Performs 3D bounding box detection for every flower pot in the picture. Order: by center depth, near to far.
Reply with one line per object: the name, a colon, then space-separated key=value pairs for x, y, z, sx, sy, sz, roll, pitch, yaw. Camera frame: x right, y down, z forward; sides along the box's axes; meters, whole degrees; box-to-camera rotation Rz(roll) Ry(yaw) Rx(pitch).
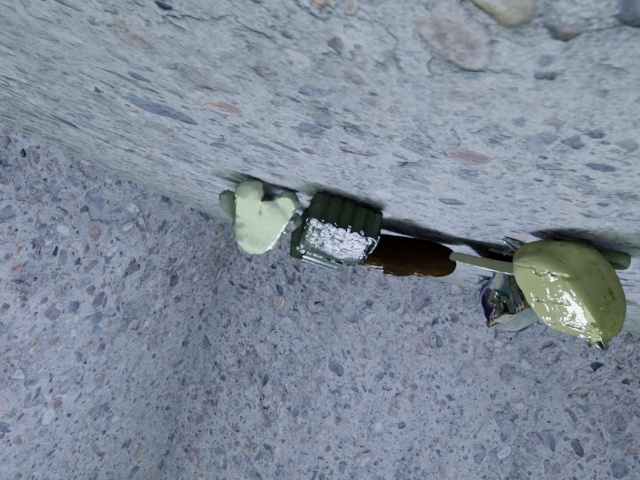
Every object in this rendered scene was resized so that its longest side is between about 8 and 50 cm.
flower pot: x=0.000 y=0.000 z=1.840 sx=0.190 sy=0.239 sz=0.209 roll=20 pitch=147 yaw=-26
flower pot: x=0.855 y=0.268 z=2.024 sx=0.265 sy=0.265 sz=0.243 roll=15 pitch=-174 yaw=13

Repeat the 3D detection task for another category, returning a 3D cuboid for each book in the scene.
book: x=0.656 y=0.059 z=1.552 sx=0.127 sy=0.014 sz=0.182 roll=14 pitch=175 yaw=23
book: x=0.641 y=0.092 z=1.560 sx=0.260 sy=0.043 sz=0.371 roll=12 pitch=-178 yaw=37

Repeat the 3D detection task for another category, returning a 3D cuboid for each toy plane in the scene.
toy plane: x=0.612 y=0.046 z=1.300 sx=0.226 sy=0.058 sz=0.226 roll=17 pitch=-169 yaw=-20
toy plane: x=0.900 y=0.238 z=2.413 sx=0.174 sy=0.080 sz=0.174 roll=-2 pitch=176 yaw=0

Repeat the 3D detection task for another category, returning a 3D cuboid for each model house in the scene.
model house: x=0.726 y=0.206 z=1.670 sx=0.178 sy=0.206 sz=0.271 roll=9 pitch=150 yaw=-10

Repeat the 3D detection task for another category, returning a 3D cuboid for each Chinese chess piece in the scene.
Chinese chess piece: x=0.721 y=0.047 z=1.098 sx=0.084 sy=0.034 sz=0.084 roll=17 pitch=173 yaw=2

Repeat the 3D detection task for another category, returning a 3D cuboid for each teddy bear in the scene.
teddy bear: x=-0.221 y=-0.137 z=1.692 sx=0.327 sy=0.375 sz=0.362 roll=16 pitch=-143 yaw=-9

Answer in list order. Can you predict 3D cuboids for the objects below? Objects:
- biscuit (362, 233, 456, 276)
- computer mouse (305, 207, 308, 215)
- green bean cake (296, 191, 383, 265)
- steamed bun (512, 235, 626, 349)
biscuit: x=0.291 y=0.065 z=1.615 sx=0.394 sy=0.070 sz=0.350 roll=11 pitch=-159 yaw=19
computer mouse: x=0.044 y=-0.068 z=1.649 sx=0.147 sy=0.088 sz=0.264 roll=45 pitch=-161 yaw=27
green bean cake: x=0.059 y=-0.025 z=1.426 sx=0.241 sy=0.132 sz=0.255 roll=15 pitch=151 yaw=-3
steamed bun: x=0.625 y=0.111 z=1.085 sx=0.273 sy=0.166 sz=0.232 roll=59 pitch=168 yaw=2
